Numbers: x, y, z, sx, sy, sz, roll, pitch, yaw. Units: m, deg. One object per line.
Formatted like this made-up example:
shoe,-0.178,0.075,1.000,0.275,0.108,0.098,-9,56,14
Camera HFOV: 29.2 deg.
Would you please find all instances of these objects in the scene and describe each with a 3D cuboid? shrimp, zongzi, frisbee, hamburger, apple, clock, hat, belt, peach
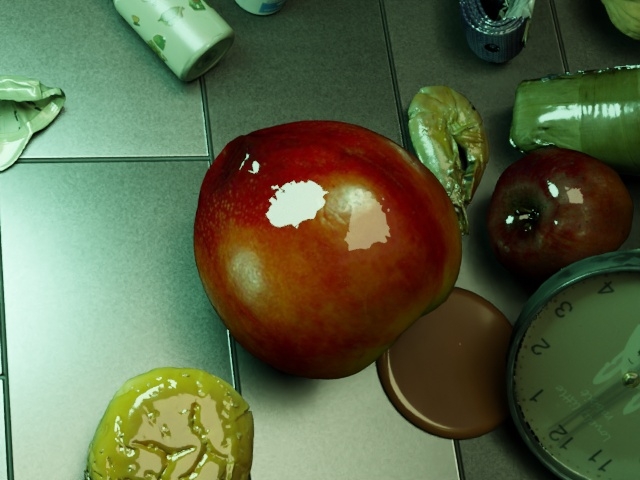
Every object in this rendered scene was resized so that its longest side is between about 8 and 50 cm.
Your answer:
shrimp,0.221,-0.133,2.037,0.145,0.061,0.267,2,67,-26
zongzi,0.526,-0.182,2.118,0.356,0.393,0.174,0,79,23
frisbee,0.208,0.188,1.930,0.251,0.021,0.250,6,70,-15
hamburger,-0.207,0.300,1.681,0.244,0.163,0.244,6,70,-16
apple,0.384,-0.043,1.958,0.234,0.234,0.234,6,68,-15
clock,0.465,0.207,1.837,0.386,0.076,0.386,3,103,13
hat,-0.473,-0.180,1.846,0.122,0.081,0.166,36,75,-44
belt,0.313,-0.427,2.142,0.140,0.126,0.230,3,68,10
peach,0.000,0.000,1.757,0.388,0.388,0.388,6,68,-15

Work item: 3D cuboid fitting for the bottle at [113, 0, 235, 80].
bottle,-0.258,-0.380,1.952,0.120,0.120,0.253,-39,84,-25

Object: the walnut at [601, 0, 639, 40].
walnut,0.621,-0.469,2.203,0.261,0.225,0.225,-17,75,-16

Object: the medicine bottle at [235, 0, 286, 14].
medicine bottle,-0.083,-0.450,2.003,0.105,0.168,0.105,5,69,-14
